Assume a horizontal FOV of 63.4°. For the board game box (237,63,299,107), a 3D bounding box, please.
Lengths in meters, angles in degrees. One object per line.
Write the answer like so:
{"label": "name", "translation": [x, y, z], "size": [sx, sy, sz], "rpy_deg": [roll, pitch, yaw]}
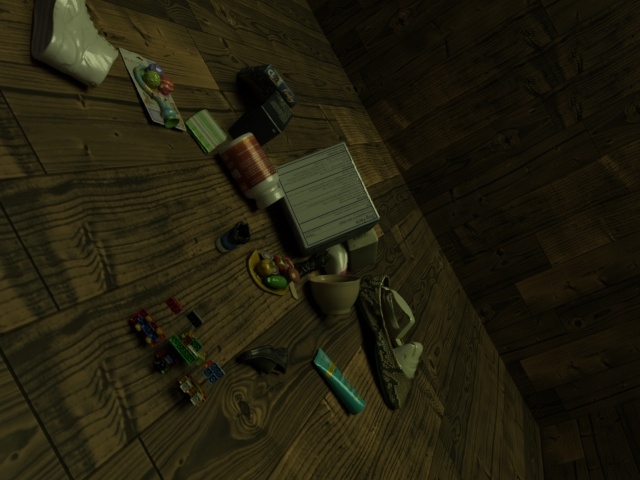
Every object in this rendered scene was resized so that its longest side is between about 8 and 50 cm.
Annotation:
{"label": "board game box", "translation": [-0.195, -0.562, 1.895], "size": [0.165, 0.042, 0.243], "rpy_deg": [46, -12, -32]}

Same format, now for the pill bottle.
{"label": "pill bottle", "translation": [-0.202, -0.205, 1.564], "size": [0.216, 0.121, 0.121], "rpy_deg": [58, 23, -8]}

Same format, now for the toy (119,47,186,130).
{"label": "toy", "translation": [-0.437, -0.417, 1.400], "size": [0.137, 0.056, 0.237], "rpy_deg": [0, 64, -66]}

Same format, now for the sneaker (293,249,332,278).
{"label": "sneaker", "translation": [-0.028, 0.075, 1.649], "size": [0.051, 0.089, 0.170], "rpy_deg": [63, 23, 3]}

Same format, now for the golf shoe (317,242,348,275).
{"label": "golf shoe", "translation": [0.000, 0.000, 1.800], "size": [0.140, 0.115, 0.306], "rpy_deg": [9, 53, -41]}

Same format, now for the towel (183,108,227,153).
{"label": "towel", "translation": [-0.343, -0.325, 1.542], "size": [0.113, 0.023, 0.152], "rpy_deg": [52, 27, -16]}

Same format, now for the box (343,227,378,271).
{"label": "box", "translation": [0.143, 0.021, 1.900], "size": [0.275, 0.113, 0.094], "rpy_deg": [82, -12, -71]}

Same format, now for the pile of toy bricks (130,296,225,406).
{"label": "pile of toy bricks", "translation": [-0.266, 0.208, 1.021], "size": [0.212, 0.118, 0.105], "rpy_deg": [52, -9, 0]}

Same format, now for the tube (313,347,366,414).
{"label": "tube", "translation": [0.050, 0.410, 1.502], "size": [0.207, 0.052, 0.080], "rpy_deg": [53, 14, -5]}

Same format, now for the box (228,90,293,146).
{"label": "box", "translation": [-0.197, -0.399, 1.751], "size": [0.108, 0.153, 0.207], "rpy_deg": [53, 24, -19]}

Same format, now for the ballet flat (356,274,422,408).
{"label": "ballet flat", "translation": [0.257, 0.333, 1.832], "size": [0.164, 0.182, 0.483], "rpy_deg": [30, 39, -52]}

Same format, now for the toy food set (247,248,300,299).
{"label": "toy food set", "translation": [-0.115, 0.086, 1.483], "size": [0.218, 0.071, 0.128], "rpy_deg": [26, 41, -54]}

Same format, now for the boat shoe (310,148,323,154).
{"label": "boat shoe", "translation": [0.059, -0.216, 2.140], "size": [0.340, 0.127, 0.158], "rpy_deg": [68, 16, -6]}

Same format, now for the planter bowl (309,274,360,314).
{"label": "planter bowl", "translation": [0.046, 0.173, 1.642], "size": [0.162, 0.162, 0.109], "rpy_deg": [-12, 103, -66]}

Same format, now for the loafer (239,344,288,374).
{"label": "loafer", "translation": [-0.128, 0.290, 1.245], "size": [0.170, 0.062, 0.061], "rpy_deg": [21, 51, -55]}

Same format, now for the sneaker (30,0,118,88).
{"label": "sneaker", "translation": [-0.553, -0.484, 1.189], "size": [0.169, 0.108, 0.292], "rpy_deg": [31, 48, -53]}

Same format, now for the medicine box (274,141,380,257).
{"label": "medicine box", "translation": [0.007, -0.131, 1.698], "size": [0.149, 0.263, 0.289], "rpy_deg": [120, -53, -76]}

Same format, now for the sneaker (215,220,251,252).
{"label": "sneaker", "translation": [-0.211, -0.019, 1.383], "size": [0.058, 0.084, 0.152], "rpy_deg": [60, 23, -4]}
